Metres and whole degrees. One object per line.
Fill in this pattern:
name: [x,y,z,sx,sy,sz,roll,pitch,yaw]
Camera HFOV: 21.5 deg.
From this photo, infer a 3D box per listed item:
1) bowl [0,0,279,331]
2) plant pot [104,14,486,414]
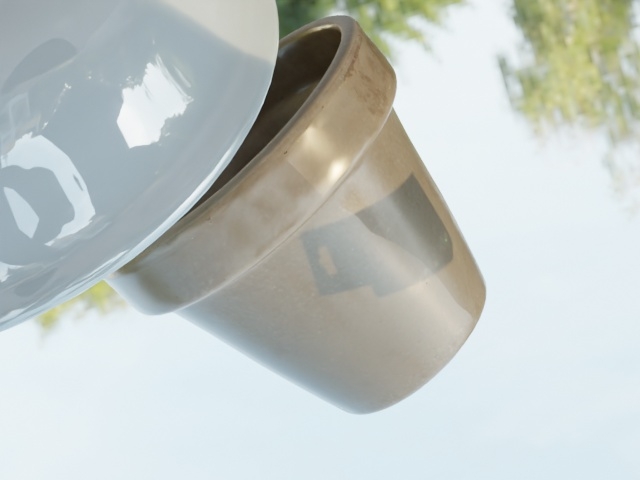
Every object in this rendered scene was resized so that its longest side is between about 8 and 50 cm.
bowl: [-0.176,-0.101,0.724,0.298,0.134,0.298,-11,-135,12]
plant pot: [0.000,0.000,1.247,0.263,0.229,0.263,-40,-161,16]
